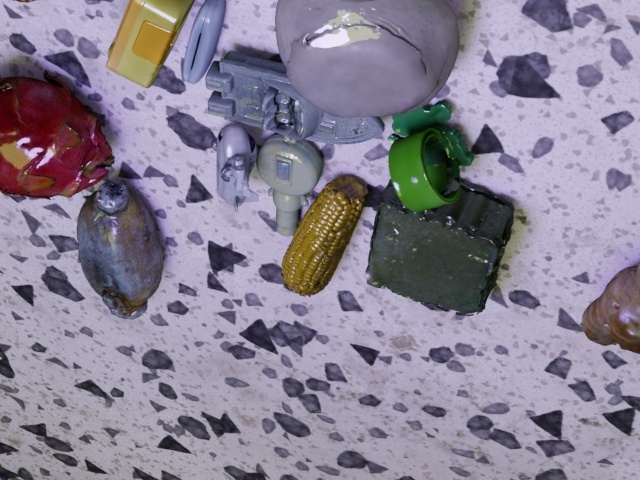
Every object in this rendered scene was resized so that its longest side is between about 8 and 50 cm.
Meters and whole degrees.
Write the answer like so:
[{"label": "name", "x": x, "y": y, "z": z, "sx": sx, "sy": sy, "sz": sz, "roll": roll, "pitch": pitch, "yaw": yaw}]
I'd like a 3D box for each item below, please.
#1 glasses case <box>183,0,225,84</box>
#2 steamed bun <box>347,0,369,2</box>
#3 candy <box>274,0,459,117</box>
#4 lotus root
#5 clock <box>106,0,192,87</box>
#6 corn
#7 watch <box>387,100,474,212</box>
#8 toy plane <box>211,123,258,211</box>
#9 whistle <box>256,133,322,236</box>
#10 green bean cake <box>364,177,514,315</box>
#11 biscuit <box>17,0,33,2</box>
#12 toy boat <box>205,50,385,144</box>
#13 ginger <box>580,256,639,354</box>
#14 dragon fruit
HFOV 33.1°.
[{"label": "glasses case", "x": -0.200, "y": -0.343, "z": 1.846, "sx": 0.045, "sy": 0.067, "sz": 0.178, "roll": 25, "pitch": 139, "yaw": 0}, {"label": "steamed bun", "x": 0.056, "y": -0.430, "z": 1.397, "sx": 0.320, "sy": 0.206, "sz": 0.275, "roll": -8, "pitch": 145, "yaw": -24}, {"label": "candy", "x": 0.071, "y": -0.320, "z": 1.655, "sx": 0.295, "sy": 0.185, "sz": 0.295, "roll": 2, "pitch": 141, "yaw": 2}, {"label": "lotus root", "x": -0.420, "y": 0.004, "z": 2.249, "sx": 0.175, "sy": 0.175, "sz": 0.350, "roll": 13, "pitch": 133, "yaw": 13}, {"label": "clock", "x": -0.279, "y": -0.367, "z": 1.804, "sx": 0.096, "sy": 0.143, "sz": 0.202, "roll": 30, "pitch": 138, "yaw": -8}, {"label": "corn", "x": 0.000, "y": 0.000, "z": 2.070, "sx": 0.115, "sy": 0.115, "sz": 0.318, "roll": 25, "pitch": 137, "yaw": 1}, {"label": "watch", "x": 0.166, "y": -0.135, "z": 1.811, "sx": 0.131, "sy": 0.152, "sz": 0.165, "roll": -12, "pitch": 122, "yaw": 36}, {"label": "toy plane", "x": -0.154, "y": -0.136, "z": 1.971, "sx": 0.080, "sy": 0.174, "sz": 0.174, "roll": -8, "pitch": 138, "yaw": -11}, {"label": "whistle", "x": -0.062, "y": -0.105, "z": 2.026, "sx": 0.126, "sy": 0.067, "sz": 0.258, "roll": 19, "pitch": 141, "yaw": 12}, {"label": "green bean cake", "x": 0.215, "y": 0.010, "z": 1.961, "sx": 0.241, "sy": 0.132, "sz": 0.255, "roll": 16, "pitch": 140, "yaw": 11}, {"label": "biscuit", "x": -0.547, "y": -0.500, "z": 1.886, "sx": 0.187, "sy": 0.027, "sz": 0.188, "roll": 14, "pitch": 138, "yaw": 13}, {"label": "toy boat", "x": -0.041, "y": -0.232, "z": 1.864, "sx": 0.319, "sy": 0.092, "sz": 0.141, "roll": 15, "pitch": 143, "yaw": 11}, {"label": "ginger", "x": 0.603, "y": 0.096, "z": 1.832, "sx": 0.256, "sy": 0.176, "sz": 0.375, "roll": 23, "pitch": 141, "yaw": -21}, {"label": "dragon fruit", "x": -0.558, "y": -0.201, "z": 2.056, "sx": 0.315, "sy": 0.250, "sz": 0.250, "roll": 46, "pitch": 138, "yaw": 5}]
